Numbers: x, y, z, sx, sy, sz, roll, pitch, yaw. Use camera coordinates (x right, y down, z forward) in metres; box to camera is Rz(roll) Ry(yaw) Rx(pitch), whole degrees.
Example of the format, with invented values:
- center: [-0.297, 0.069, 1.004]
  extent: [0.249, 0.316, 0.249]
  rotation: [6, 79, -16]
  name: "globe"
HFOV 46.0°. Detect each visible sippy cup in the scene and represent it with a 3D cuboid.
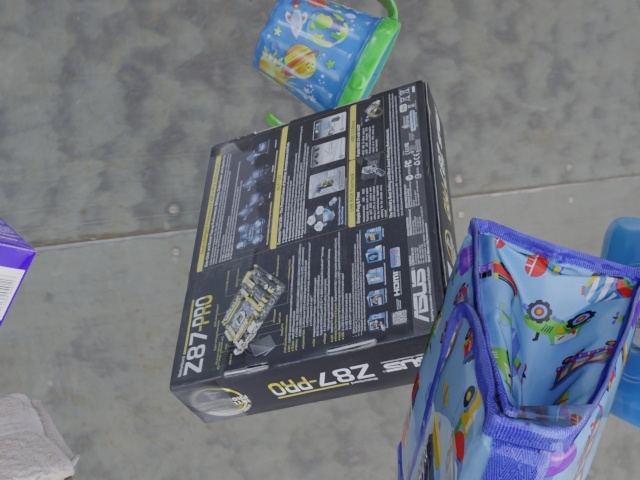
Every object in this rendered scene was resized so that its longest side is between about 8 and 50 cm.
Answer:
- center: [0.003, -0.354, 1.431]
  extent: [0.224, 0.240, 0.305]
  rotation: [27, 45, 1]
  name: "sippy cup"

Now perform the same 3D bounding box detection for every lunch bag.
- center: [0.111, 0.144, 0.468]
  extent: [0.138, 0.293, 0.221]
  rotation: [18, 113, 11]
  name: "lunch bag"

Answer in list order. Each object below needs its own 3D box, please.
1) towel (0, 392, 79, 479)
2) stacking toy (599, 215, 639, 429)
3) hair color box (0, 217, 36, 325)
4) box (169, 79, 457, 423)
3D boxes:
- center: [-0.415, 0.237, 0.794]
  extent: [0.282, 0.187, 0.049]
  rotation: [-7, 112, -37]
  name: "towel"
- center: [0.388, 0.077, 0.623]
  extent: [0.301, 0.175, 0.166]
  rotation: [5, 94, -15]
  name: "stacking toy"
- center: [-0.693, 0.014, 1.415]
  extent: [0.110, 0.338, 0.185]
  rotation: [20, 100, -54]
  name: "hair color box"
- center: [0.000, 0.000, 0.904]
  extent: [0.097, 0.318, 0.395]
  rotation: [59, 23, -44]
  name: "box"
